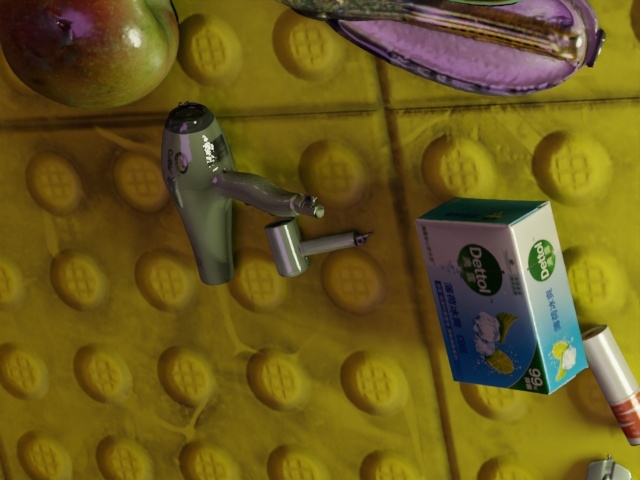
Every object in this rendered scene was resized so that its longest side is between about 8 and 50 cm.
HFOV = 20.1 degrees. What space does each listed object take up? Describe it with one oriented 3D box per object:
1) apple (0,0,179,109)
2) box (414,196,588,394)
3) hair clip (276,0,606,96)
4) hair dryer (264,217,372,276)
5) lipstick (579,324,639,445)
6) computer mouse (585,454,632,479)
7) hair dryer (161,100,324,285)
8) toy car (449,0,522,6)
[{"bbox_3d":[-0.260,-0.233,1.986,0.188,0.174,0.207,-10,153,12],"label":"apple"},{"bbox_3d":[0.191,0.057,1.915,0.139,0.073,0.194,4,115,47],"label":"box"},{"bbox_3d":[0.115,-0.224,1.861,0.358,0.095,0.110,15,84,13],"label":"hair clip"},{"bbox_3d":[0.000,0.000,2.039,0.124,0.038,0.063,-11,106,26],"label":"hair dryer"},{"bbox_3d":[0.319,0.155,1.931,0.038,0.038,0.131,-23,99,34],"label":"lipstick"},{"bbox_3d":[0.317,0.289,1.998,0.056,0.032,0.110,8,115,25],"label":"computer mouse"},{"bbox_3d":[-0.094,-0.023,2.040,0.225,0.088,0.219,36,141,23],"label":"hair dryer"},{"bbox_3d":[0.133,-0.303,1.769,0.305,0.136,0.125,13,132,24],"label":"toy car"}]
